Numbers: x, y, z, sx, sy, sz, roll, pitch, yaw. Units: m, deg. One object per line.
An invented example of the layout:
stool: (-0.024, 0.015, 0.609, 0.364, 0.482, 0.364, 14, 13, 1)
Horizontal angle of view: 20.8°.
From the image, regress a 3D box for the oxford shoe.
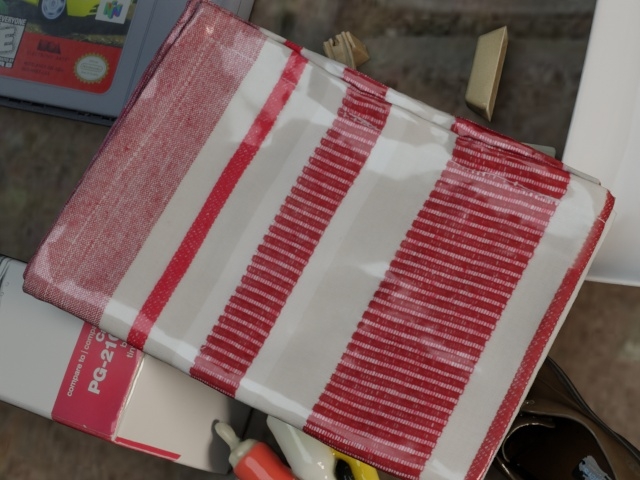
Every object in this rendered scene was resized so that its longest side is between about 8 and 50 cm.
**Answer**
oxford shoe: (0.130, 0.114, 1.159, 0.227, 0.096, 0.083, 35, 95, 30)

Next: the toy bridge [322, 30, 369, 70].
toy bridge: (0.040, -0.070, 1.267, 0.026, 0.063, 0.188, -26, 66, 17)

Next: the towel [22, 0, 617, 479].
towel: (0.000, 0.000, 1.140, 0.329, 0.037, 0.237, 26, 75, 11)

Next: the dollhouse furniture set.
dollhouse furniture set: (0.140, -0.097, 1.224, 0.081, 0.091, 0.114, 11, 78, 12)

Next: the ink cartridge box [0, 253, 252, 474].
ink cartridge box: (-0.185, 0.080, 1.273, 0.237, 0.172, 0.100, 17, 83, 28)

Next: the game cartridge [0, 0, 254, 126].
game cartridge: (-0.193, -0.197, 1.419, 0.294, 0.060, 0.196, 12, 78, 27)

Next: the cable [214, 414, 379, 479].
cable: (0.027, 0.214, 1.193, 0.139, 0.072, 0.287, -41, 64, 11)

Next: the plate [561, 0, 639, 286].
plate: (0.306, -0.088, 1.155, 0.277, 0.045, 0.278, 9, 81, 28)
